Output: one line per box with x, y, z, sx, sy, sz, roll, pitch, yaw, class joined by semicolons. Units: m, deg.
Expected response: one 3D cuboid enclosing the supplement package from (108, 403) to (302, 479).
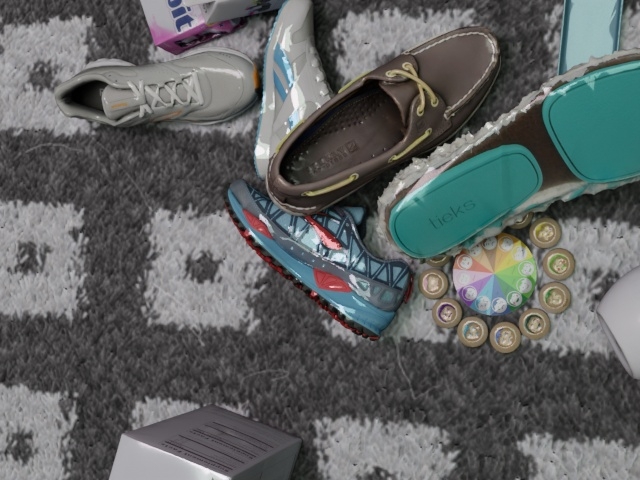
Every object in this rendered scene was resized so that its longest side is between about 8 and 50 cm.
-0.134;0.286;1.170;0.133;0.244;0.139;18;93;16;supplement package

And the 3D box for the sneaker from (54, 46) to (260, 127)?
-0.205;-0.177;1.260;0.262;0.121;0.099;-3;109;19;sneaker

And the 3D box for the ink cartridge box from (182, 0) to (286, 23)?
-0.101;-0.328;1.225;0.181;0.061;0.104;-17;81;-23;ink cartridge box

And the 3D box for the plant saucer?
0.313;-0.260;1.171;0.067;0.018;0.192;6;89;17;plant saucer

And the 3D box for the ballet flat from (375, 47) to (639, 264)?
0.244;-0.109;1.125;0.409;0.147;0.147;-23;82;16;ballet flat

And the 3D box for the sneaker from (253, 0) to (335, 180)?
-0.021;-0.182;1.240;0.092;0.087;0.229;6;97;10;sneaker

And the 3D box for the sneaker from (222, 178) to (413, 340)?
0.000;0.000;1.231;0.262;0.104;0.125;40;82;10;sneaker

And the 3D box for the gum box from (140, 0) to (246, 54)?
-0.177;-0.337;1.297;0.107;0.062;0.188;-21;82;15;gum box

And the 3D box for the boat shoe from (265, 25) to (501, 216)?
0.078;-0.144;1.158;0.324;0.097;0.117;-34;85;-6;boat shoe

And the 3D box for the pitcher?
0.415;0.085;1.070;0.207;0.125;0.178;-27;65;6;pitcher

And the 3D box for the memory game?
0.205;0.038;1.197;0.186;0.012;0.186;0;88;17;memory game
